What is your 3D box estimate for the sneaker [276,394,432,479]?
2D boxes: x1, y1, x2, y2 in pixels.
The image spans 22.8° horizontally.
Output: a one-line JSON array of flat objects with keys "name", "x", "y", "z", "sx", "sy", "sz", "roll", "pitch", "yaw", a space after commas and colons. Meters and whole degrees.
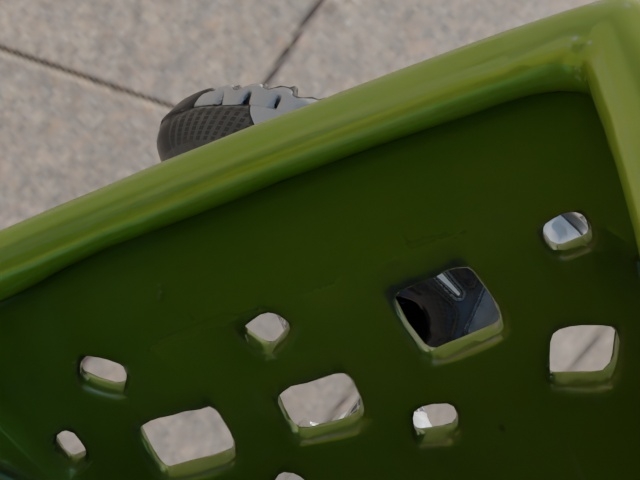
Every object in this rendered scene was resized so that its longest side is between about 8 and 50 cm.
[{"name": "sneaker", "x": 0.001, "y": 0.156, "z": 0.911, "sx": 0.090, "sy": 0.095, "sz": 0.235, "roll": 4, "pitch": 152, "yaw": -31}]

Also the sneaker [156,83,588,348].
[{"name": "sneaker", "x": 0.000, "y": 0.000, "z": 0.707, "sx": 0.106, "sy": 0.234, "sz": 0.078, "roll": -51, "pitch": 145, "yaw": -24}]

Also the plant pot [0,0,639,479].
[{"name": "plant pot", "x": 0.021, "y": 0.116, "z": 0.369, "sx": 0.228, "sy": 0.227, "sz": 0.207, "roll": -21, "pitch": 129, "yaw": 19}]
